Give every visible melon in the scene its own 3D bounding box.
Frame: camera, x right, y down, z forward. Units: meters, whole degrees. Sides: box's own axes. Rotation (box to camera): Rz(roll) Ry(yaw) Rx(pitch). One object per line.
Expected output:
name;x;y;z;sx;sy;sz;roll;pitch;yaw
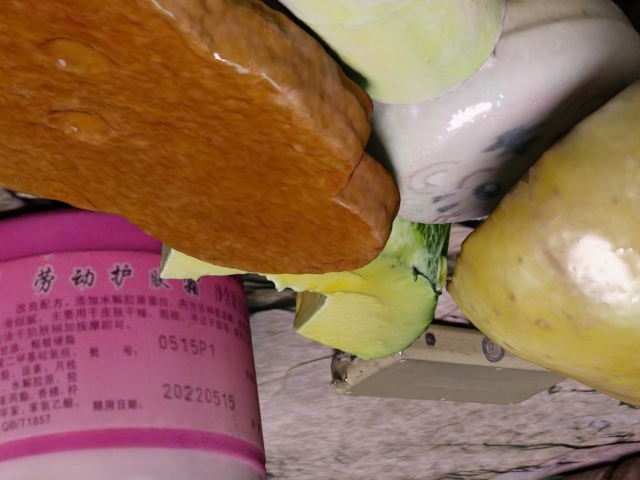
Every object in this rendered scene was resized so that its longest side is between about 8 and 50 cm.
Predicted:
melon;0.000;0.000;0.803;0.118;0.064;0.209;-19;152;38

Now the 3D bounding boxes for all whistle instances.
whistle;0.089;-0.044;0.719;0.126;0.067;0.258;-26;157;12

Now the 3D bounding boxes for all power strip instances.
power strip;0.080;0.077;1.037;0.169;0.028;0.076;8;153;-34

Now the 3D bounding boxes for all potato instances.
potato;0.159;0.014;0.699;0.160;0.111;0.271;-43;161;10

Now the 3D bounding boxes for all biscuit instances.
biscuit;-0.088;-0.062;0.600;0.208;0.041;0.290;-3;152;41

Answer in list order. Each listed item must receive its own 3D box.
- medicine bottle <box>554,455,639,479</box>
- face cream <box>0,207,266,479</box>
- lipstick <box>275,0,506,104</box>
medicine bottle;0.340;0.220;1.277;0.322;0.151;0.151;-22;152;32
face cream;-0.116;0.103;0.835;0.175;0.195;0.175;-7;157;-3
lipstick;-0.018;-0.130;0.474;0.076;0.076;0.304;-13;155;16
